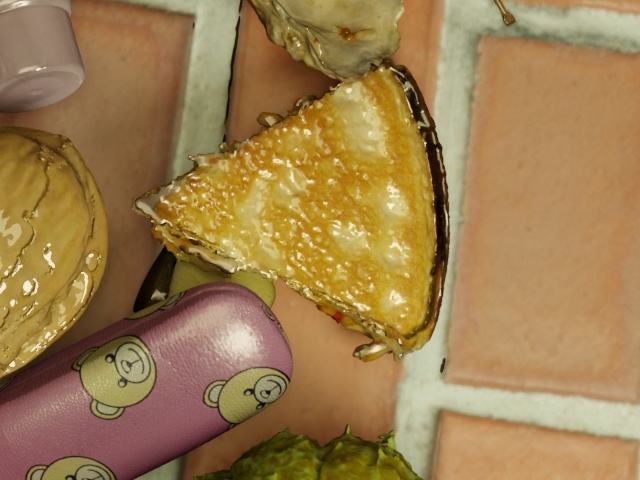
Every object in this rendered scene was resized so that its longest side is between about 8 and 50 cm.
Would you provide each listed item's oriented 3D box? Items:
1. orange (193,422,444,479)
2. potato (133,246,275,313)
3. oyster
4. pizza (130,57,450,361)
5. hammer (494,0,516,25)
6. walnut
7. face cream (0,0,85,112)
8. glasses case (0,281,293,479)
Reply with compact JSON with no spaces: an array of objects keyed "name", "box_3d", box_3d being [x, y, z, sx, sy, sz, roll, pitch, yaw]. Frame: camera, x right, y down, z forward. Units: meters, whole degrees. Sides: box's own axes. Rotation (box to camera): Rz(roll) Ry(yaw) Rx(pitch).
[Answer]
[{"name":"orange","box_3d":[-0.005,0.304,1.498,0.300,0.223,0.301,-14,83,0]},{"name":"potato","box_3d":[-0.099,0.049,1.576,0.103,0.066,0.096,30,53,-10]},{"name":"oyster","box_3d":[-0.032,-0.232,1.576,0.233,0.161,0.107,50,125,2]},{"name":"pizza","box_3d":[0.000,0.000,1.571,0.288,0.074,0.251,-27,92,-19]},{"name":"hammer","box_3d":[0.141,-0.247,1.637,0.029,0.014,0.123,-31,91,3]},{"name":"walnut","box_3d":[-0.284,0.011,1.501,0.198,0.198,0.245,39,83,-2]},{"name":"face cream","box_3d":[-0.283,-0.250,1.575,0.154,0.096,0.274,-19,76,-2]},{"name":"glasses case","box_3d":[-0.173,0.140,1.527,0.316,0.076,0.123,-27,116,11]}]
